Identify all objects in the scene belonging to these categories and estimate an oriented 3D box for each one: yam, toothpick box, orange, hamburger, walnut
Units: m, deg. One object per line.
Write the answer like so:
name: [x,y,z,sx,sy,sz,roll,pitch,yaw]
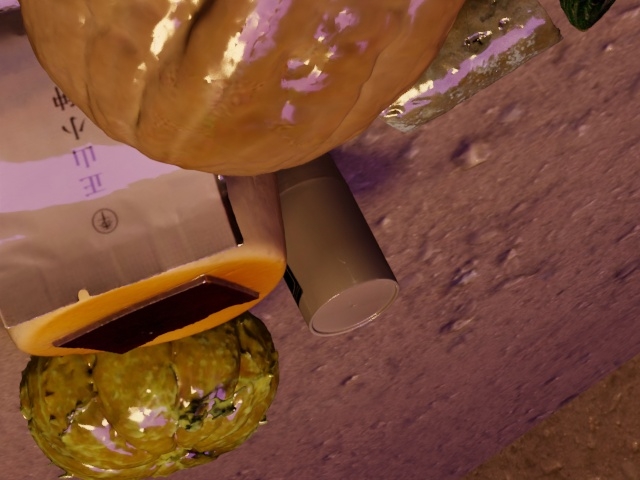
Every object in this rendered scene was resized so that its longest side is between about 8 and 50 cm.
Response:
yam: [0.116,-0.180,0.970,0.194,0.107,0.107,-32,153,15]
toothpick box: [0.000,0.000,1.116,0.111,0.180,0.111,-21,152,-12]
orange: [-0.188,0.153,1.192,0.300,0.223,0.301,-19,158,13]
hamburger: [-0.170,-0.009,0.952,0.300,0.176,0.300,-19,163,-6]
walnut: [-0.042,-0.195,0.638,0.252,0.277,0.313,-46,166,-53]

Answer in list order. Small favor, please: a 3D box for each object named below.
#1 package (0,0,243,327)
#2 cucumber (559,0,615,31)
package: [-0.187,-0.084,0.790,0.204,0.250,0.062,-19,-170,-15]
cucumber: [0.275,-0.298,0.932,0.077,0.077,0.265,-14,153,-22]
